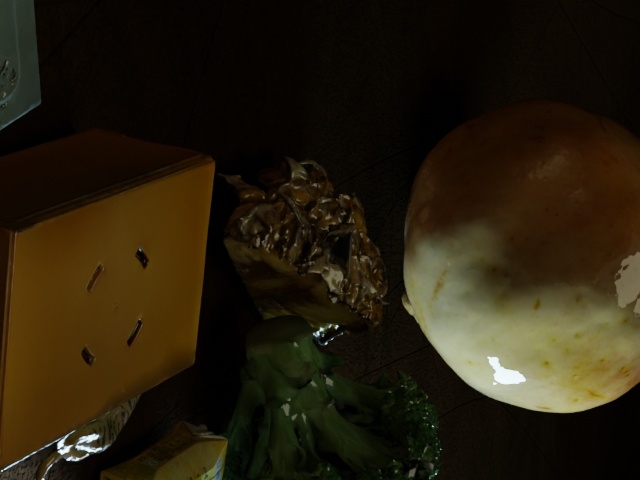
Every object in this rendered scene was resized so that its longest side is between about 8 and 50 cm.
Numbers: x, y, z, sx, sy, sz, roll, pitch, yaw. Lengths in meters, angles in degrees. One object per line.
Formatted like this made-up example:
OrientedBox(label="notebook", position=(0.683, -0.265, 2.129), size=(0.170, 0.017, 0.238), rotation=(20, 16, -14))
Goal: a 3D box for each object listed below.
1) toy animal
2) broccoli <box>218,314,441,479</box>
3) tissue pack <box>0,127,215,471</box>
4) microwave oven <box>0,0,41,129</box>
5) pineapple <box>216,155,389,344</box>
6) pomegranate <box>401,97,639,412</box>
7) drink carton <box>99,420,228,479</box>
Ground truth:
OrientedBox(label="toy animal", position=(-0.191, 0.133, 1.554), size=(0.241, 0.057, 0.099), rotation=(-60, 153, -30))
OrientedBox(label="broccoli", position=(-0.004, 0.209, 1.801), size=(0.270, 0.270, 0.270), rotation=(-42, 120, -51))
OrientedBox(label="tissue pack", position=(-0.217, 0.030, 1.326), size=(0.274, 0.145, 0.194), rotation=(-26, 130, -60))
OrientedBox(label="microwave oven", position=(-0.298, -0.187, 0.960), size=(0.237, 0.181, 0.295), rotation=(-45, 144, -51))
OrientedBox(label="pineapple", position=(0.005, 0.002, 1.776), size=(0.161, 0.158, 0.334), rotation=(-65, 154, -20))
OrientedBox(label="pomegranate", position=(0.277, 0.025, 2.154), size=(0.411, 0.411, 0.411), rotation=(-45, 144, -48))
OrientedBox(label="drink carton", position=(-0.145, 0.235, 1.704), size=(0.200, 0.074, 0.084), rotation=(-28, 130, -57))
